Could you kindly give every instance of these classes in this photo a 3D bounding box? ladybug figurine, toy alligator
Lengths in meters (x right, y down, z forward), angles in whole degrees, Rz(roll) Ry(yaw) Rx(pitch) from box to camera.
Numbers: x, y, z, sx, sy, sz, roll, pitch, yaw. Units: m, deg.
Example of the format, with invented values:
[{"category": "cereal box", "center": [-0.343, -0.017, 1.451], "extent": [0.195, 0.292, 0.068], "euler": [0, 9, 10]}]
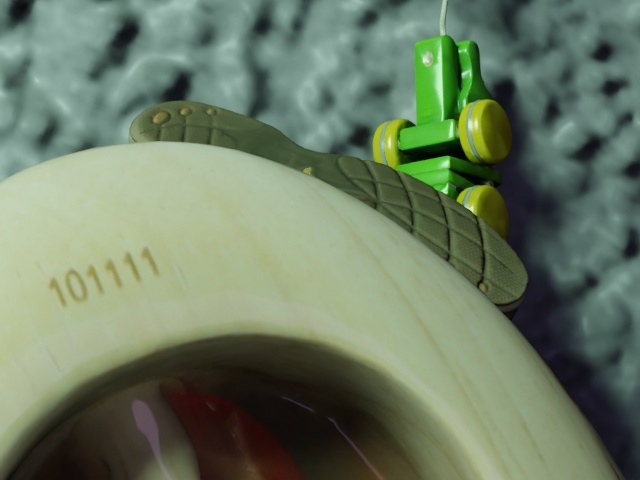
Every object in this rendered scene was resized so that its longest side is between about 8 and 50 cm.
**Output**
[{"category": "ladybug figurine", "center": [-0.016, 0.186, 0.669], "extent": [0.305, 0.162, 0.449], "euler": [-18, 78, -18]}, {"category": "toy alligator", "center": [0.060, -0.047, 0.823], "extent": [0.051, 0.056, 0.189], "euler": [25, 62, -49]}]

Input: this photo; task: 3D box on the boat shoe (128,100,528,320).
[{"category": "boat shoe", "center": [0.000, 0.000, 0.768], "extent": [0.178, 0.060, 0.064], "euler": [22, 33, 13]}]
